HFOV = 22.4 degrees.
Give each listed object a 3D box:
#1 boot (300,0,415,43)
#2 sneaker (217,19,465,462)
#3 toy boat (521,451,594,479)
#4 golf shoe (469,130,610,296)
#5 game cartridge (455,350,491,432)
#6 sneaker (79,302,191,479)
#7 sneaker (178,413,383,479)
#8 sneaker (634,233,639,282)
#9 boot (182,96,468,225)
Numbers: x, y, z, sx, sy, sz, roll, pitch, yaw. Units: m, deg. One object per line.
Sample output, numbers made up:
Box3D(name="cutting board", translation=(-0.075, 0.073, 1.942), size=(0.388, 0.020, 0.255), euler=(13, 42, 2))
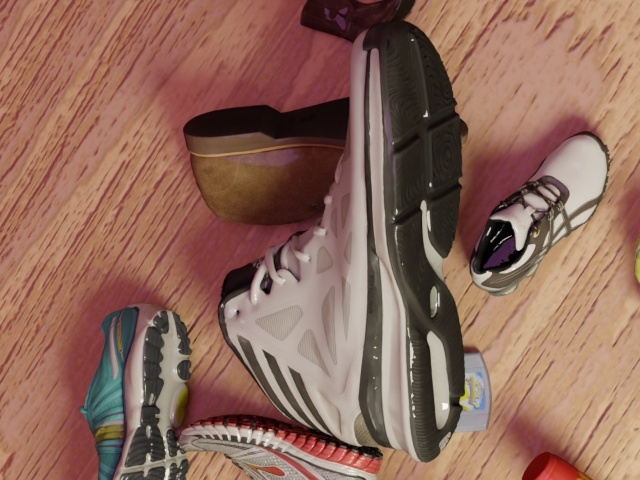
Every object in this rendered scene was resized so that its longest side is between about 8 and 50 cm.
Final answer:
Box3D(name="boot", translation=(0.040, -0.264, 1.758), size=(0.114, 0.037, 0.106), euler=(29, 93, 23))
Box3D(name="sneaker", translation=(0.000, 0.001, 1.628), size=(0.257, 0.169, 0.447), euler=(6, 108, 27))
Box3D(name="toy boat", translation=(0.190, 0.367, 1.573), size=(0.148, 0.267, 0.318), euler=(41, 79, -11))
Box3D(name="golf shoe", translation=(0.223, -0.028, 1.645), size=(0.077, 0.094, 0.198), euler=(37, 96, 19))
Box3D(name="game cartridge", translation=(0.151, 0.159, 1.695), size=(0.056, 0.017, 0.083), euler=(-7, 84, 14))
Box3D(name="sneaker", translation=(-0.210, 0.207, 1.783), size=(0.110, 0.107, 0.275), euler=(2, 81, 38))
Box3D(name="sneaker", translation=(-0.051, 0.241, 1.718), size=(0.225, 0.088, 0.093), euler=(13, 93, 20))
Box3D(name="sneaker", translation=(0.425, 0.056, 1.587), size=(0.240, 0.091, 0.126), euler=(10, 107, 19))
Box3D(name="boot", translation=(0.011, -0.084, 1.736), size=(0.305, 0.112, 0.115), euler=(-2, 115, 14))
